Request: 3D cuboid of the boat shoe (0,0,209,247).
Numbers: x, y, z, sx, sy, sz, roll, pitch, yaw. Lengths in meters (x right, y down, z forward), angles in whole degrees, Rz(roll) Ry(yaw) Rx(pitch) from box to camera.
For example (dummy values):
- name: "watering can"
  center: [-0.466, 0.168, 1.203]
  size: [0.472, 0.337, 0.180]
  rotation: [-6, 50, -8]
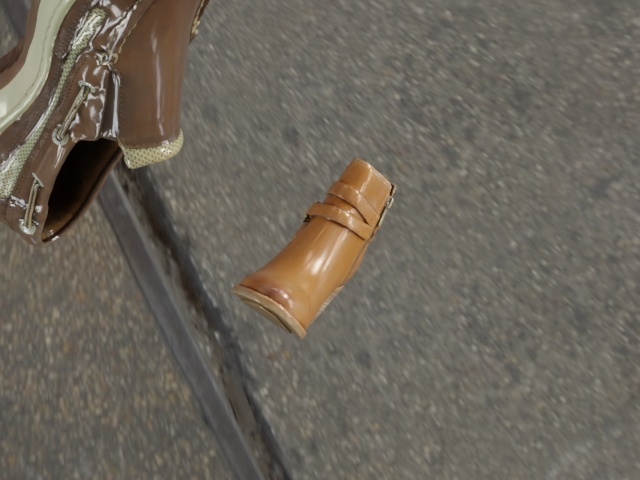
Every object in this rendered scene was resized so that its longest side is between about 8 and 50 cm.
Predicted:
- name: "boat shoe"
  center: [-0.094, -0.083, 0.795]
  size: [0.095, 0.095, 0.257]
  rotation: [53, 135, 4]

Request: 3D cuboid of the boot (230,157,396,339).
- name: "boot"
  center: [0.000, 0.000, 1.358]
  size: [0.073, 0.197, 0.152]
  rotation: [34, 95, 5]
